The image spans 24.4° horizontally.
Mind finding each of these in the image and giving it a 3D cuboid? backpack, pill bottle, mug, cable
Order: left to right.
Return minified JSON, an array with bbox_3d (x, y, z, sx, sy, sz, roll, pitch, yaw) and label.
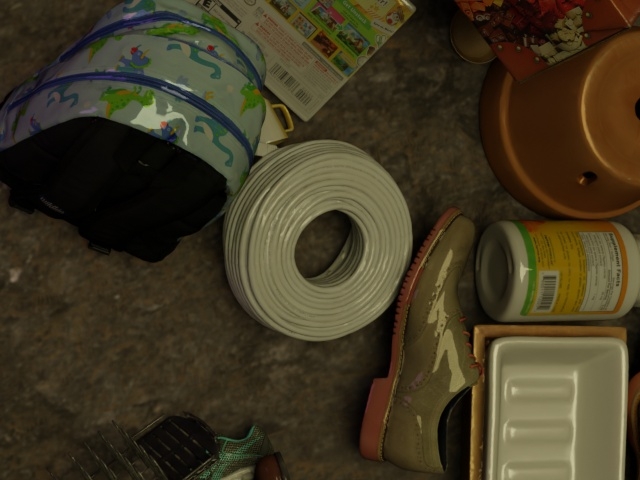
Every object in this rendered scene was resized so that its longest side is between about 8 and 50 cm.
[{"bbox_3d":[-0.208,-0.126,1.691,0.290,0.355,0.273,32,80,-16],"label":"backpack"},{"bbox_3d":[-0.078,-0.150,1.897,0.062,0.078,0.064,-21,88,19],"label":"mug"},{"bbox_3d":[0.000,0.000,1.876,0.257,0.089,0.257,-6,105,-27],"label":"cable"},{"bbox_3d":[0.345,0.041,1.992,0.246,0.136,0.136,0,91,-19],"label":"pill bottle"}]

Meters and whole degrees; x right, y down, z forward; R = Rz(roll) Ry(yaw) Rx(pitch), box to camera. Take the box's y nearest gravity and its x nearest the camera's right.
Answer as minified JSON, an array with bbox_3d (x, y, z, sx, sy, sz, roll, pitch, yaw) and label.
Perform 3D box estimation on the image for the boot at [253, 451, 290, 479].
[{"bbox_3d":[-0.178,0.378,1.830,0.281,0.096,0.264,4,119,-16],"label":"boot"}]

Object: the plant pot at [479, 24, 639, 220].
[{"bbox_3d":[0.383,-0.169,1.967,0.291,0.203,0.290,0,91,-17],"label":"plant pot"}]

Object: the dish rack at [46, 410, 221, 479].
[{"bbox_3d":[-0.254,0.288,1.766,0.271,0.208,0.074,-36,113,-15],"label":"dish rack"}]

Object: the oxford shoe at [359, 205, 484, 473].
[{"bbox_3d":[0.159,0.132,1.918,0.130,0.123,0.348,17,95,19],"label":"oxford shoe"}]

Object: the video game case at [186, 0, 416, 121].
[{"bbox_3d":[-0.029,-0.298,1.880,0.227,0.026,0.206,42,103,-14],"label":"video game case"}]

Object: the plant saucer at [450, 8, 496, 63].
[{"bbox_3d":[0.211,-0.281,2.006,0.083,0.015,0.083,0,91,-19],"label":"plant saucer"}]

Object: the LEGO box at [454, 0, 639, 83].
[{"bbox_3d":[0.303,-0.496,1.839,0.372,0.193,0.500,50,50,-13],"label":"LEGO box"}]

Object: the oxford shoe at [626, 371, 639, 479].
[{"bbox_3d":[0.504,0.352,2.024,0.130,0.132,0.363,-25,114,-5],"label":"oxford shoe"}]

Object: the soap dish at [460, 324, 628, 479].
[{"bbox_3d":[0.295,0.257,1.988,0.229,0.118,0.290,1,90,-19],"label":"soap dish"}]

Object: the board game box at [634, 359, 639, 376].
[{"bbox_3d":[0.535,0.152,2.046,0.165,0.042,0.243,11,111,-9],"label":"board game box"}]

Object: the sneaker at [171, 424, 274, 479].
[{"bbox_3d":[-0.134,0.284,1.884,0.167,0.065,0.076,-15,79,-21],"label":"sneaker"}]
